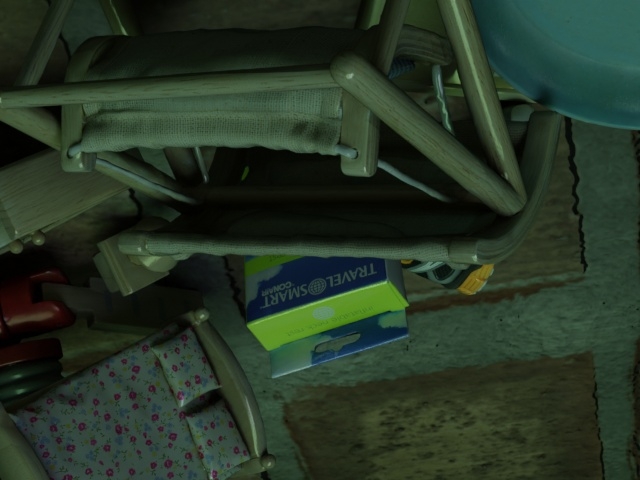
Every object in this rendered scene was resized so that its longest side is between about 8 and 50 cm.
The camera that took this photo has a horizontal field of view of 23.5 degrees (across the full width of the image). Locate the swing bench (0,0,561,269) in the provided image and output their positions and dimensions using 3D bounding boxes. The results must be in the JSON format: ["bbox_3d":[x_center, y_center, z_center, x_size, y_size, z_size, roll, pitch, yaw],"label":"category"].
[{"bbox_3d":[-0.021,-0.077,0.930,0.253,0.165,0.255,0,146,29],"label":"swing bench"}]

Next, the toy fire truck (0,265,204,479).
[{"bbox_3d":[-0.213,0.117,1.195,0.246,0.217,0.158,-16,169,6],"label":"toy fire truck"}]

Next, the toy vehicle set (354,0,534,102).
[{"bbox_3d":[0.164,-0.159,1.010,0.266,0.035,0.166,4,141,-11],"label":"toy vehicle set"}]

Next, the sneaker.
[{"bbox_3d":[0.104,-0.027,1.128,0.083,0.084,0.215,12,146,-8],"label":"sneaker"}]

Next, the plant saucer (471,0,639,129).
[{"bbox_3d":[0.236,-0.188,0.918,0.317,0.044,0.318,-3,141,-3],"label":"plant saucer"}]

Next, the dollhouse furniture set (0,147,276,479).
[{"bbox_3d":[-0.157,0.123,1.050,0.303,0.356,0.174,-27,-177,-40],"label":"dollhouse furniture set"}]

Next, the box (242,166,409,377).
[{"bbox_3d":[0.000,0.000,1.079,0.109,0.178,0.042,-19,139,16],"label":"box"}]
